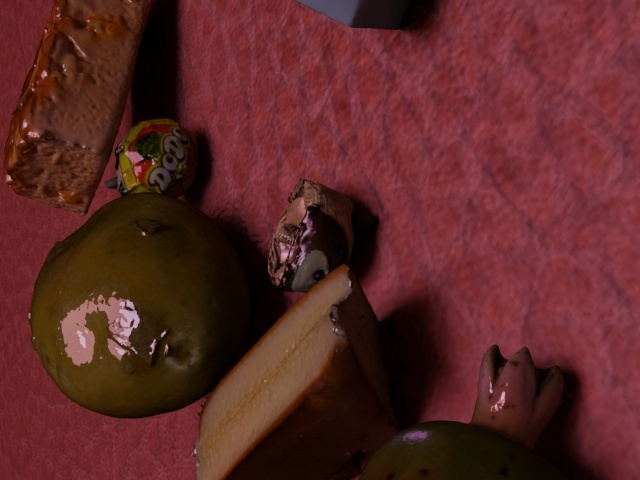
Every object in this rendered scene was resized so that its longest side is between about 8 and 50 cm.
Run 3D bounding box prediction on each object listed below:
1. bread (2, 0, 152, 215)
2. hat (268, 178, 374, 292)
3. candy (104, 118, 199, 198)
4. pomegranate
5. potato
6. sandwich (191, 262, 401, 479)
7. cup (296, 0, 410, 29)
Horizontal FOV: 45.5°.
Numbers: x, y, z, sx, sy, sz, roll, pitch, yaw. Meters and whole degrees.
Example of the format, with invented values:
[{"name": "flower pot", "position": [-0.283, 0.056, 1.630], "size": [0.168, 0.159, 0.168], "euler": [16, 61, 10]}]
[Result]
[{"name": "bread", "position": [-0.270, -0.184, 0.852], "size": [0.185, 0.114, 0.275], "euler": [140, 140, -58]}, {"name": "hat", "position": [0.000, 0.000, 0.540], "size": [0.076, 0.059, 0.077], "euler": [-134, 62, -68]}, {"name": "candy", "position": [-0.212, -0.072, 0.859], "size": [0.091, 0.083, 0.305], "euler": [-60, 22, -17]}, {"name": "pomegranate", "position": [0.078, 0.120, 0.369], "size": [0.114, 0.114, 0.142], "euler": [-4, 58, 56]}, {"name": "potato", "position": [-0.156, 0.047, 0.651], "size": [0.253, 0.186, 0.148], "euler": [20, 132, 54]}, {"name": "sandwich", "position": [-0.009, 0.109, 0.516], "size": [0.244, 0.088, 0.090], "euler": [-52, 37, 44]}, {"name": "cup", "position": [0.041, -0.262, 0.464], "size": [0.236, 0.148, 0.134], "euler": [-59, 15, 27]}]
